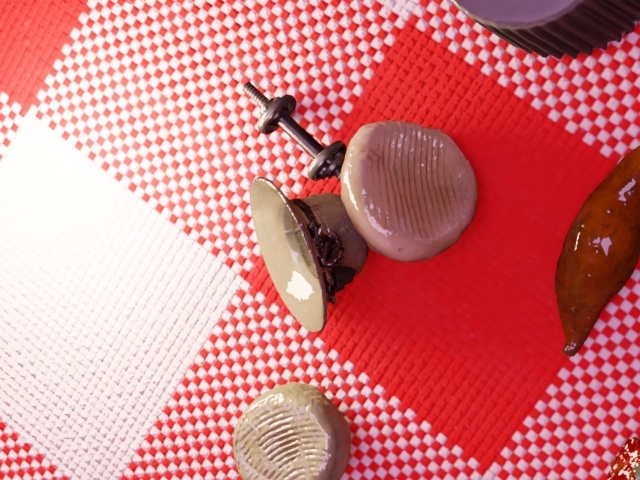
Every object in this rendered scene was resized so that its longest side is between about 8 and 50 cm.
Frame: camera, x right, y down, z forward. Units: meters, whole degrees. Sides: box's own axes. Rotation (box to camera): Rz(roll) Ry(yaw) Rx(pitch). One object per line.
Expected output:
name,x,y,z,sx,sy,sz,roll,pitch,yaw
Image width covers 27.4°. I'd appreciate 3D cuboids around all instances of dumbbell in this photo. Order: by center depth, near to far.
dumbbell,-0.030,-0.162,2.067,0.254,0.081,0.082,43,108,12

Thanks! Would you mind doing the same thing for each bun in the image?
bun,0.126,-0.068,1.977,0.231,0.231,0.133,57,152,8
bun,-0.042,0.326,2.097,0.195,0.118,0.196,0,89,18

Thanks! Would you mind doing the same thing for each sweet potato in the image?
sweet potato,0.411,0.004,1.899,0.112,0.112,0.359,21,105,18

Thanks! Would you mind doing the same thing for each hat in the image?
hat,0.000,0.000,2.031,0.130,0.257,0.257,-23,85,-17

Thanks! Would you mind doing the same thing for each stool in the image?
stool,0.303,-0.400,1.783,0.297,0.330,0.297,2,96,22

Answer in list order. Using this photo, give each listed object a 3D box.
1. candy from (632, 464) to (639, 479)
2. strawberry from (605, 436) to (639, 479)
candy,0.629,0.222,1.809,0.439,0.119,0.119,-31,83,15
strawberry,0.487,0.399,1.901,0.190,0.111,0.237,33,106,13
